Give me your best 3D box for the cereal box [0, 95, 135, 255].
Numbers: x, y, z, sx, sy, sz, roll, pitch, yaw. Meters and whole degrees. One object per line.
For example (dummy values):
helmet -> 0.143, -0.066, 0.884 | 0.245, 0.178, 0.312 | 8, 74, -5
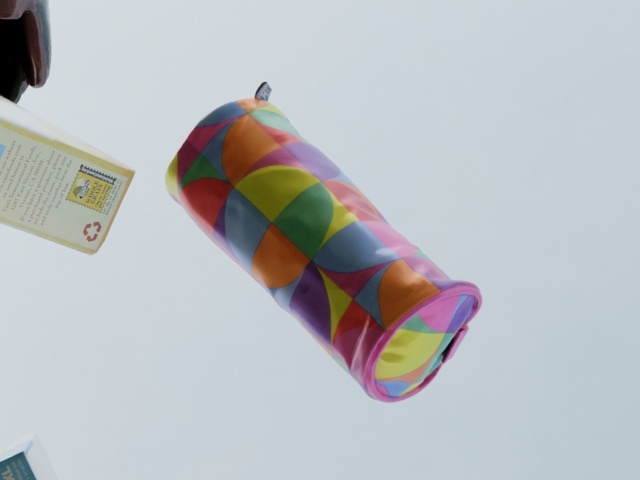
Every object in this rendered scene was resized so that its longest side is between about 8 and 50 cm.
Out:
cereal box -> -0.212, -0.070, 0.731 | 0.173, 0.240, 0.047 | 28, -87, 41

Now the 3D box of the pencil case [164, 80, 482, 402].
pencil case -> 0.000, 0.000, 1.188 | 0.104, 0.104, 0.236 | -50, -124, 9

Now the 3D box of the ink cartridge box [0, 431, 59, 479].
ink cartridge box -> -0.243, 0.204, 1.245 | 0.143, 0.092, 0.090 | -24, -86, -3

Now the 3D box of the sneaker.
sneaker -> -0.263, -0.169, 1.455 | 0.106, 0.281, 0.162 | -4, -102, -10
